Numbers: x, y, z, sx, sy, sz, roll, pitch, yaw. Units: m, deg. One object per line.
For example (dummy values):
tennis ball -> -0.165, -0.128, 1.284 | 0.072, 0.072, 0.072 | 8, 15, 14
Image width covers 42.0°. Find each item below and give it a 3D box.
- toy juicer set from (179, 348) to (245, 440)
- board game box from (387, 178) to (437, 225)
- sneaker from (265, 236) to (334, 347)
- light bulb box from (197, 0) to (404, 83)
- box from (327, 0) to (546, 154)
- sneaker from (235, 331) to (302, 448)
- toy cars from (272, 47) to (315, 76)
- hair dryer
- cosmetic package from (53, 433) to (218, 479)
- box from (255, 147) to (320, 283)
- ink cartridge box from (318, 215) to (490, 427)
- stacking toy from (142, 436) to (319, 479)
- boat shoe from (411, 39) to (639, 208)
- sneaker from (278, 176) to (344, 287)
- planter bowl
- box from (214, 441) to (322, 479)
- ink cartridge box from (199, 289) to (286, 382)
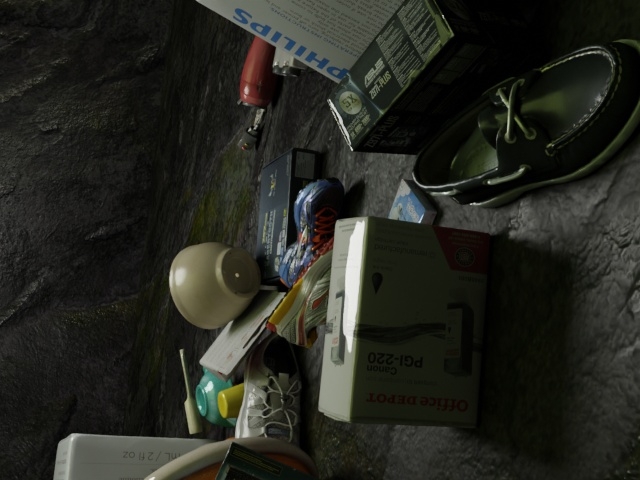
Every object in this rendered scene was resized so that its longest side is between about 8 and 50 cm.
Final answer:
toy juicer set -> -0.207, 0.360, 1.739 | 0.329, 0.090, 0.209 | 17, 112, 61
board game box -> 0.115, -0.021, 1.095 | 0.090, 0.020, 0.090 | -116, 40, -57
sneaker -> 0.011, 0.071, 1.268 | 0.225, 0.093, 0.088 | -54, -2, 28
light bulb box -> 0.065, -0.429, 0.938 | 0.358, 0.225, 0.361 | -67, 14, -21
box -> 0.121, -0.175, 0.892 | 0.180, 0.147, 0.077 | -47, 57, 42
sneaker -> -0.082, 0.269, 1.391 | 0.281, 0.105, 0.115 | -101, 27, -42
toy cars -> 0.003, -0.401, 1.451 | 0.393, 0.087, 0.176 | 122, 154, -54
hair dryer -> -0.149, -0.365, 1.838 | 0.293, 0.080, 0.223 | 120, 150, -45
cosmetic package -> -0.427, 0.645, 1.858 | 0.327, 0.329, 0.393 | 144, 129, -62
box -> -0.063, -0.037, 1.520 | 0.183, 0.059, 0.232 | 163, 113, -69
ink cartridge box -> 0.092, 0.091, 0.915 | 0.092, 0.159, 0.217 | 175, 101, -69
stacking toy -> -0.071, 0.530, 1.078 | 0.480, 0.351, 0.350 | 52, 133, 42
boat shoe -> 0.192, -0.104, 0.814 | 0.302, 0.091, 0.114 | 136, 137, -59
sneaker -> 0.000, 0.000, 1.336 | 0.087, 0.083, 0.221 | 50, 136, 46
planter bowl -> -0.178, 0.073, 1.523 | 0.109, 0.162, 0.162 | -20, 61, 39
box -> -0.034, 0.363, 1.006 | 0.044, 0.233, 0.159 | 74, -142, -66
ink cartridge box -> -0.124, 0.173, 1.500 | 0.181, 0.056, 0.225 | -53, 17, -15
